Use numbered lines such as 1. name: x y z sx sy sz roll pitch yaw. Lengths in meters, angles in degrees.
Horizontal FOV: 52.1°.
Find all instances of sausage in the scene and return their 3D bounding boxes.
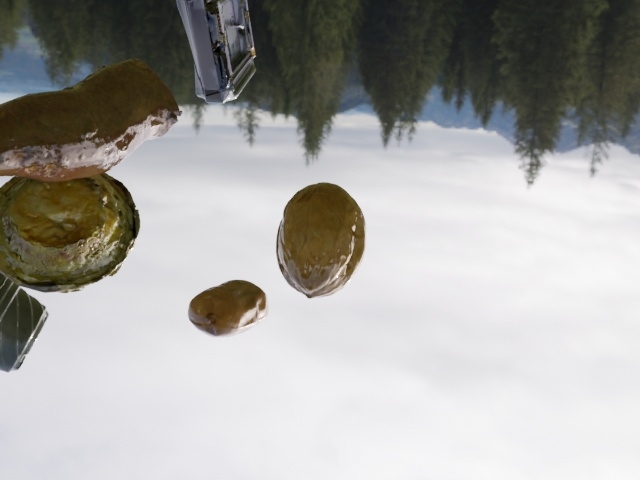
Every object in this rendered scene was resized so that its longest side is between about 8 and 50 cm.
1. sausage: -0.213 0.159 1.527 0.136 0.120 0.241 5 -171 22

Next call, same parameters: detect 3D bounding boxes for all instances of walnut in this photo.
1. walnut: 0.000 0.000 1.119 0.159 0.206 0.159 8 162 3

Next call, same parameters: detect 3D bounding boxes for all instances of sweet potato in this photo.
1. sweet potato: -0.333 -0.135 0.850 0.131 0.131 0.337 11 -146 29

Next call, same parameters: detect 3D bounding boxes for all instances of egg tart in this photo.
1. egg tart: -0.366 -0.027 0.926 0.213 0.212 0.090 -1 161 -15

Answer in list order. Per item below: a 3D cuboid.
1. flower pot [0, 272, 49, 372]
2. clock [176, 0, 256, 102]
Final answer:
1. flower pot: -0.646 0.177 1.327 0.140 0.235 0.235 29 -173 -18
2. clock: -0.188 -0.376 1.210 0.083 0.186 0.253 -3 -152 8
